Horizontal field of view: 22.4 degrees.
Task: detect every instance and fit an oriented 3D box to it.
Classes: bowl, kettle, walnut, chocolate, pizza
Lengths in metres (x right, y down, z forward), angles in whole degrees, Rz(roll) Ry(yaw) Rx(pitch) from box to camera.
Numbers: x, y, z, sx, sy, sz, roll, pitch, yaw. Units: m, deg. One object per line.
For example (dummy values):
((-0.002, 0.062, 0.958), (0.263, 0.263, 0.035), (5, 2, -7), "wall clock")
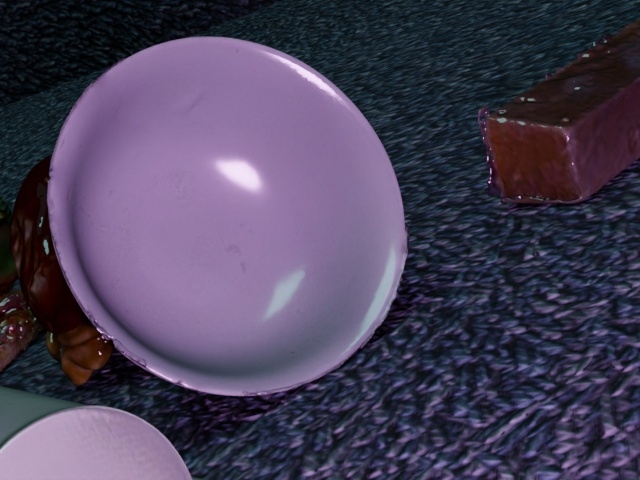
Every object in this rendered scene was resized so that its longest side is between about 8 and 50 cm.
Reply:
((-0.104, -0.006, 1.521), (0.345, 0.345, 0.157), (-32, -3, -28), "bowl")
((-0.229, 0.214, 1.187), (0.318, 0.265, 0.205), (-2, 58, 51), "kettle")
((-0.228, 0.030, 1.704), (0.244, 0.221, 0.269), (-51, 21, 18), "walnut")
((0.311, -0.140, 1.694), (0.321, 0.112, 0.112), (-32, 29, -32), "chocolate")
((-0.392, 0.105, 1.911), (0.193, 0.053, 0.201), (-35, 20, -36), "pizza")

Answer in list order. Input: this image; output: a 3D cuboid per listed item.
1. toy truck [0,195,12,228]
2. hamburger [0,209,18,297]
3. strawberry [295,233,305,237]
((-0.532, 0.020, 2.237), (0.242, 0.125, 0.101), (-20, 18, 12), "toy truck")
((-0.489, 0.050, 2.028), (0.237, 0.149, 0.237), (-5, 11, 1), "hamburger")
((0.001, 0.001, 1.672), (0.192, 0.085, 0.140), (-19, 24, 31), "strawberry")
